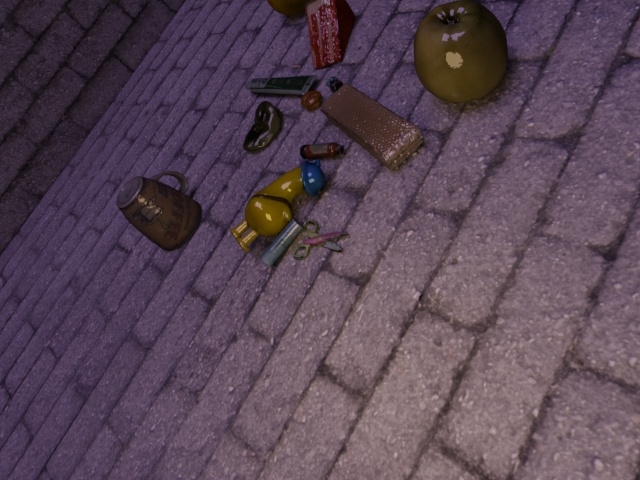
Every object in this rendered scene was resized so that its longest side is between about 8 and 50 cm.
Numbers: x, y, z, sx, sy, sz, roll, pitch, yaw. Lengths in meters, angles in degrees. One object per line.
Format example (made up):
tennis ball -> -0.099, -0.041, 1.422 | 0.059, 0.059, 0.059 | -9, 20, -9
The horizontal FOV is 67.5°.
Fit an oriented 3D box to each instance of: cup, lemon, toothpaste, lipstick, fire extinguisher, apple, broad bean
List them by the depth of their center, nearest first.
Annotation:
apple -> 0.380, -0.510, 1.300 | 0.262, 0.262, 0.262 | -20, 51, 27
lipstick -> -0.117, 0.006, 1.457 | 0.158, 0.048, 0.048 | -49, 44, 8
fire extinguisher -> 0.011, -0.292, 1.567 | 0.177, 0.050, 0.062 | 5, 39, 40
cup -> -0.605, -0.152, 1.815 | 0.227, 0.257, 0.301 | -7, 56, 32
broad bean -> -0.221, -0.430, 1.842 | 0.153, 0.072, 0.207 | 17, 85, 46
toothpaste -> -0.173, -0.624, 1.934 | 0.392, 0.061, 0.099 | 16, 72, 40
lemon -> -0.144, -1.128, 2.135 | 0.228, 0.228, 0.254 | -28, 49, 20

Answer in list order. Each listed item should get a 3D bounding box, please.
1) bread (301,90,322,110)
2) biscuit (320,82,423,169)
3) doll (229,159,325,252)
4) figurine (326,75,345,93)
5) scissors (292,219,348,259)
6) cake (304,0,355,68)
bread -> -0.033, -0.515, 1.757 | 0.081, 0.046, 0.083 | -40, 43, 6
biscuit -> 0.150, -0.366, 1.489 | 0.144, 0.078, 0.426 | -43, 45, 5
doll -> -0.136, -0.127, 1.507 | 0.363, 0.145, 0.199 | -44, 53, -1
figurine -> 0.055, -0.560, 1.722 | 0.060, 0.047, 0.106 | -11, 37, -13
scissors -> 0.000, 0.000, 1.399 | 0.187, 0.020, 0.134 | 4, 67, 42
cake -> 0.047, -0.803, 1.889 | 0.158, 0.159, 0.262 | -4, 94, 36
